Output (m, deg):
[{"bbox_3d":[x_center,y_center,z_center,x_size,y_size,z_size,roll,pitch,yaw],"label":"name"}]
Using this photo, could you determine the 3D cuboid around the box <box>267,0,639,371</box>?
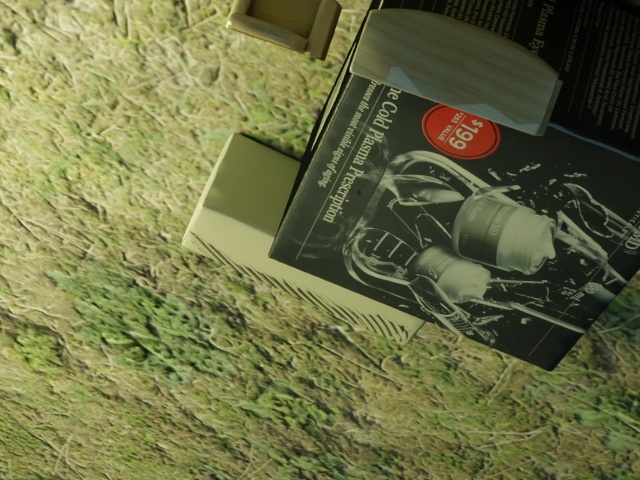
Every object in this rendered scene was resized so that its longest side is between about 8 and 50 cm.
[{"bbox_3d":[0.156,-0.078,1.440,0.312,0.179,0.343,21,144,-4],"label":"box"}]

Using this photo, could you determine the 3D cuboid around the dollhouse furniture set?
[{"bbox_3d":[0.102,-0.256,1.132,0.286,0.303,0.198,20,-174,7],"label":"dollhouse furniture set"}]

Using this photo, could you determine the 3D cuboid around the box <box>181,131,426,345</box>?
[{"bbox_3d":[0.000,0.000,1.675,0.275,0.113,0.094,25,145,-5],"label":"box"}]
